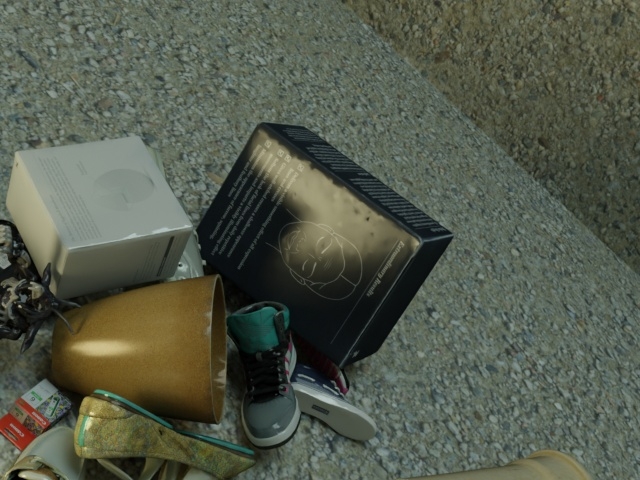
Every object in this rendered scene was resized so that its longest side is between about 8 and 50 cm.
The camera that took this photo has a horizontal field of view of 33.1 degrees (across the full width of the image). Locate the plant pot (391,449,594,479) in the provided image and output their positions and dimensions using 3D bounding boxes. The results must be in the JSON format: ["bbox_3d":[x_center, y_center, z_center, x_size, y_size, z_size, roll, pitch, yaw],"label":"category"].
[{"bbox_3d":[0.253,0.504,1.759,0.306,0.333,0.333,7,41,-22],"label":"plant pot"}]

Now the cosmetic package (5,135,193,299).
[{"bbox_3d":[-0.372,-0.040,1.787,0.225,0.138,0.224,-11,54,-35],"label":"cosmetic package"}]

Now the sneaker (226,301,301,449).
[{"bbox_3d":[-0.100,0.206,1.868,0.295,0.124,0.178,-95,169,-57],"label":"sneaker"}]

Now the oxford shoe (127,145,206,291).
[{"bbox_3d":[-0.282,0.021,1.972,0.130,0.169,0.449,8,49,-34],"label":"oxford shoe"}]

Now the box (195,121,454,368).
[{"bbox_3d":[0.000,0.000,2.066,0.395,0.293,0.212,38,16,17],"label":"box"}]

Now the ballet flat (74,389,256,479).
[{"bbox_3d":[-0.239,0.329,1.643,0.349,0.123,0.123,34,25,-45],"label":"ballet flat"}]

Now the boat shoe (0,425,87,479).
[{"bbox_3d":[-0.390,0.355,1.480,0.113,0.103,0.302,32,32,-9],"label":"boat shoe"}]

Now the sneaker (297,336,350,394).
[{"bbox_3d":[0.023,0.228,2.092,0.075,0.063,0.170,-1,43,-37],"label":"sneaker"}]

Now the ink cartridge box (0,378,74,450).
[{"bbox_3d":[-0.434,0.263,1.629,0.063,0.029,0.115,40,31,5],"label":"ink cartridge box"}]

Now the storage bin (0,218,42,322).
[{"bbox_3d":[-0.535,0.057,1.747,0.122,0.084,0.180,38,32,2],"label":"storage bin"}]

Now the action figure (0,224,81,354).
[{"bbox_3d":[-0.494,0.071,1.586,0.276,0.141,0.164,12,62,-8],"label":"action figure"}]

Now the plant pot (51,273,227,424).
[{"bbox_3d":[-0.284,0.174,1.701,0.255,0.237,0.237,-1,37,2],"label":"plant pot"}]

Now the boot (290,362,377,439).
[{"bbox_3d":[0.025,0.295,2.000,0.190,0.069,0.086,30,35,-9],"label":"boot"}]
